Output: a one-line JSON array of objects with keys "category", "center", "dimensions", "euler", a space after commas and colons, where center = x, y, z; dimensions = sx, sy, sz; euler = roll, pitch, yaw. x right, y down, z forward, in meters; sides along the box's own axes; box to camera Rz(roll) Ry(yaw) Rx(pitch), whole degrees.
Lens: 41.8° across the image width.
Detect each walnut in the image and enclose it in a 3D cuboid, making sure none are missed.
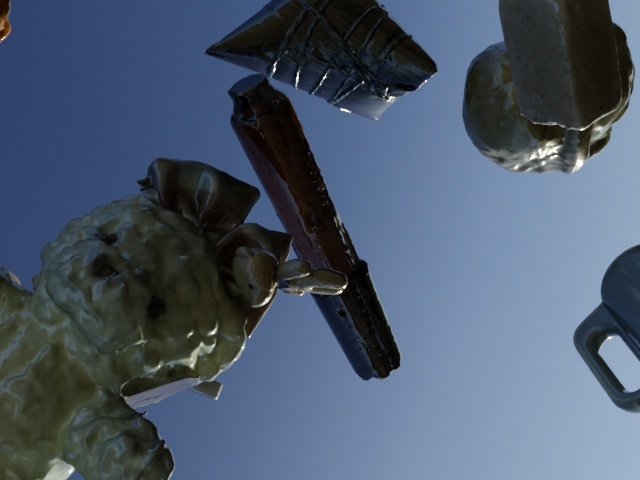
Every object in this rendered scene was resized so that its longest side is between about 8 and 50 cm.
[{"category": "walnut", "center": [0.384, -0.247, 1.421], "dimensions": [0.277, 0.282, 0.253], "euler": [63, -150, -75]}]

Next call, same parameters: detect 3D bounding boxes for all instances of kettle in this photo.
[{"category": "kettle", "center": [0.429, 0.122, 1.006], "dimensions": [0.160, 0.210, 0.243], "euler": [36, -170, -25]}]

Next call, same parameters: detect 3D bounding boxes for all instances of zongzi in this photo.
[{"category": "zongzi", "center": [-0.014, -0.367, 1.628], "dimensions": [0.362, 0.319, 0.383], "euler": [-37, -92, -19]}]

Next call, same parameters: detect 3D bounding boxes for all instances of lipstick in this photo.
[{"category": "lipstick", "center": [0.000, 0.000, 0.957], "dimensions": [0.418, 0.077, 0.077], "euler": [65, -145, -33]}]

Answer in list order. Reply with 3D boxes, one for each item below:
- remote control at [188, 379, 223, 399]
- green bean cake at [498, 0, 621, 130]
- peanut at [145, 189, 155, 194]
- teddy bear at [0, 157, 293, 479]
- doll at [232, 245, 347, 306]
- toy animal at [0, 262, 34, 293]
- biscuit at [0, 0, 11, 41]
[{"category": "remote control", "center": [-0.270, 0.182, 1.294], "dimensions": [0.250, 0.103, 0.034], "euler": [34, -109, -31]}, {"category": "green bean cake", "center": [0.287, -0.229, 1.003], "dimensions": [0.085, 0.109, 0.179], "euler": [-28, -63, -20]}, {"category": "peanut", "center": [-0.313, -0.060, 1.660], "dimensions": [0.095, 0.226, 0.108], "euler": [47, -135, 8]}, {"category": "teddy bear", "center": [-0.227, 0.075, 0.694], "dimensions": [0.327, 0.362, 0.375], "euler": [50, -171, 13]}, {"category": "doll", "center": [-0.027, 0.027, 0.711], "dimensions": [0.061, 0.093, 0.051], "euler": [108, 151, -67]}, {"category": "toy animal", "center": [-0.431, 0.061, 1.061], "dimensions": [0.124, 0.124, 0.212], "euler": [-38, -53, -53]}, {"category": "biscuit", "center": [-0.536, -0.433, 1.154], "dimensions": [0.312, 0.111, 0.318], "euler": [-9, -79, -82]}]
